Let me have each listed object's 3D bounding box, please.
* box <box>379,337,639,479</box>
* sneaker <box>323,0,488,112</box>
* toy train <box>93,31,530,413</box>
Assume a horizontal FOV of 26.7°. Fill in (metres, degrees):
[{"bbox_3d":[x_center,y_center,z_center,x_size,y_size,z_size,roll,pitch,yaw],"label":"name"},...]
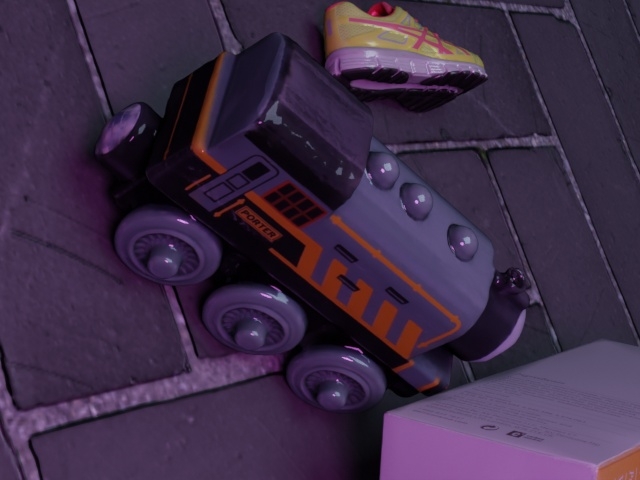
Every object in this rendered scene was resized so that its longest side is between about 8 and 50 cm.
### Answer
[{"bbox_3d":[0.205,0.217,1.038,0.345,0.168,0.214,-9,105,-52],"label":"box"},{"bbox_3d":[0.081,-0.181,1.266,0.208,0.081,0.094,4,64,-49],"label":"sneaker"},{"bbox_3d":[0.000,0.000,0.968,0.334,0.190,0.142,40,43,-27],"label":"toy train"}]
